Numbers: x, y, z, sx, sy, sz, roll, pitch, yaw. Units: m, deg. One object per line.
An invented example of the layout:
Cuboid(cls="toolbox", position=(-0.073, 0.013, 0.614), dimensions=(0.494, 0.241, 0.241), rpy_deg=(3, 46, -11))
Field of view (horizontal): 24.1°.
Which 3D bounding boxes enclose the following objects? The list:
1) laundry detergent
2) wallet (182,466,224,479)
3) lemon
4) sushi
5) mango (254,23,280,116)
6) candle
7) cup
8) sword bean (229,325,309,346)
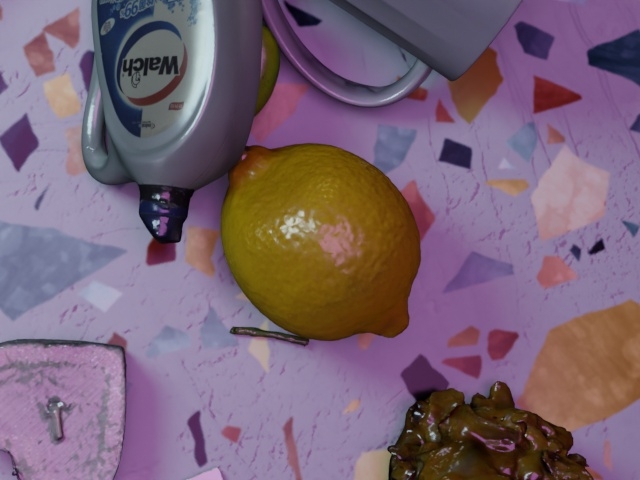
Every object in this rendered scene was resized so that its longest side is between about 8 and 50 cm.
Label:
Cuboid(cls="laundry detergent", position=(-0.157, -0.137, 1.482), dimensions=(0.105, 0.215, 0.280), rpy_deg=(10, 84, -50))
Cuboid(cls="wallet", position=(-0.108, 0.277, 1.533), dimensions=(0.044, 0.011, 0.083), rpy_deg=(-22, 88, -11))
Cuboid(cls="lemon", position=(0.000, 0.000, 1.491), dimensions=(0.244, 0.187, 0.187), rpy_deg=(44, 80, 7))
Cuboid(cls="sushi", position=(0.174, 0.260, 1.500), dimensions=(0.200, 0.213, 0.204), rpy_deg=(-7, 100, -32))
Cuboid(cls="mango", position=(-0.079, -0.173, 1.545), dimensions=(0.073, 0.056, 0.108), rpy_deg=(27, 107, 24))
Cuboid(cls="candle", position=(-0.259, 0.164, 1.490), dimensions=(0.168, 0.068, 0.192), rpy_deg=(-42, 94, -7))
Cuboid(cls="cup", position=(0.043, -0.313, 1.520), dimensions=(0.327, 0.237, 0.323), rpy_deg=(32, 111, -6))
Cuboid(cls="sword bean", position=(-0.053, 0.098, 1.559), dimensions=(0.083, 0.012, 0.012), rpy_deg=(10, 83, -7))
